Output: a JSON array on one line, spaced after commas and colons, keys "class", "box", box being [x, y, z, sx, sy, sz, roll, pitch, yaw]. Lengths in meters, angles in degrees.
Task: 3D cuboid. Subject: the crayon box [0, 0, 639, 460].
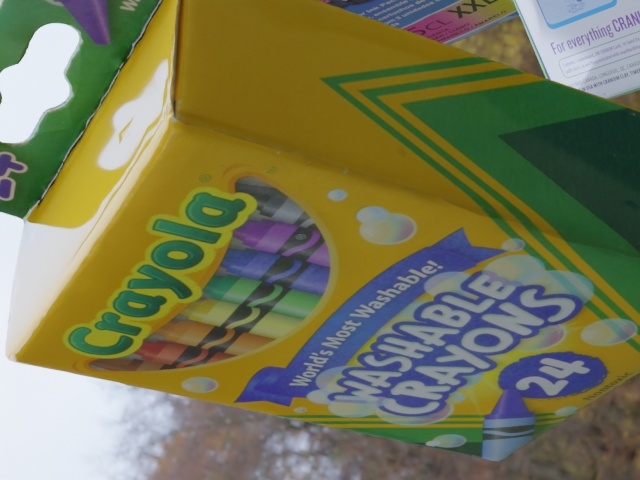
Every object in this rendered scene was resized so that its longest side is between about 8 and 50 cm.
[{"class": "crayon box", "box": [0.000, 0.000, 0.583, 0.203, 0.323, 0.083, -46, 36, 49]}]

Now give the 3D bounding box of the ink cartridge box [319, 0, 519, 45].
[{"class": "ink cartridge box", "box": [-0.044, -0.270, 0.752, 0.395, 0.151, 0.270, 9, -117, -61]}]

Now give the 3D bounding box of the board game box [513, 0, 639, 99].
[{"class": "board game box", "box": [0.162, -0.241, 0.625, 0.064, 0.242, 0.316, -36, -75, -45]}]
